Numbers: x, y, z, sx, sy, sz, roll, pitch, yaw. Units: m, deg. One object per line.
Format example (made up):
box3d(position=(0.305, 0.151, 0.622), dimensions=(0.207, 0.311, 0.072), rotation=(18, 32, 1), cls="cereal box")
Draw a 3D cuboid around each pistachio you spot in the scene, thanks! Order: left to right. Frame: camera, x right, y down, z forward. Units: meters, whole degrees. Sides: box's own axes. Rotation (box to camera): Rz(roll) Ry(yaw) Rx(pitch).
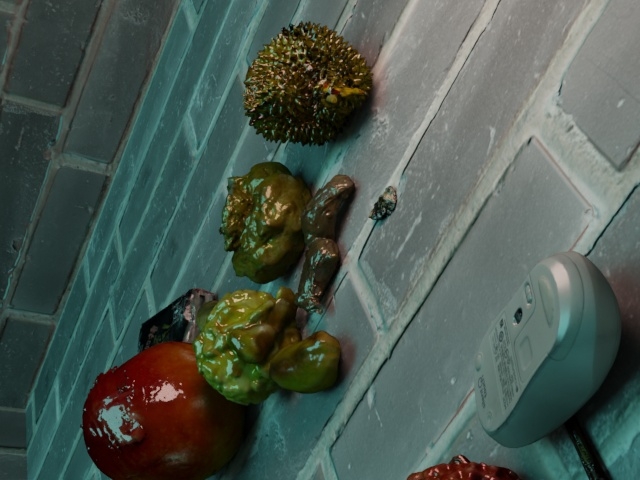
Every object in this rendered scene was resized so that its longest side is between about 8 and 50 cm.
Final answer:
box3d(position=(-0.016, 0.243, 1.849), dimensions=(0.189, 0.100, 0.110), rotation=(-31, 76, 38), cls="pistachio")

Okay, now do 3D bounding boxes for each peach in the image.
box3d(position=(-0.357, 0.399, 2.155), dimensions=(0.370, 0.370, 0.370), rotation=(-35, 49, 54), cls="peach")

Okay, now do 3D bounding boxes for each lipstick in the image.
box3d(position=(0.345, 0.288, 1.198), dimensions=(0.027, 0.027, 0.176), rotation=(-59, 31, 33), cls="lipstick")

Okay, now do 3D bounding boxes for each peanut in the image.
box3d(position=(-0.236, 0.199, 2.293), dimensions=(0.103, 0.098, 0.229), rotation=(63, 158, -14), cls="peanut")

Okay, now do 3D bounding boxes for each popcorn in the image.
box3d(position=(-0.141, 0.210, 1.996), dimensions=(0.251, 0.206, 0.237), rotation=(-48, 19, 17), cls="popcorn")

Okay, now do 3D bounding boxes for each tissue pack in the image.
box3d(position=(-0.391, 0.285, 2.538), dimensions=(0.332, 0.123, 0.245), rotation=(-35, 44, 50), cls="tissue pack")

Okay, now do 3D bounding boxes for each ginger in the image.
box3d(position=(-0.001, 0.002, 1.924), dimensions=(0.122, 0.084, 0.290), rotation=(-168, 90, -70), cls="ginger")

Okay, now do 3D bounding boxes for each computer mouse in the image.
box3d(position=(0.304, 0.144, 1.239), dimensions=(0.184, 0.121, 0.297), rotation=(-97, 19, -46), cls="computer mouse")

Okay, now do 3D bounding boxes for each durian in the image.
box3d(position=(-0.024, -0.320, 1.961), dimensions=(0.293, 0.258, 0.258), rotation=(-26, 56, 46), cls="durian")

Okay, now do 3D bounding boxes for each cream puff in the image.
box3d(position=(-0.143, -0.047, 2.116), dimensions=(0.282, 0.185, 0.282), rotation=(-32, 51, 50), cls="cream puff")

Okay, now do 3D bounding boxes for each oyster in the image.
box3d(position=(0.115, -0.066, 1.798), dimensions=(0.083, 0.019, 0.054), rotation=(-47, 40, 46), cls="oyster")

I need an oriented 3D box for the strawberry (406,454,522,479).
box3d(position=(0.201, 0.439, 1.254), dimensions=(0.336, 0.149, 0.265), rotation=(33, 104, 55), cls="strawberry")
